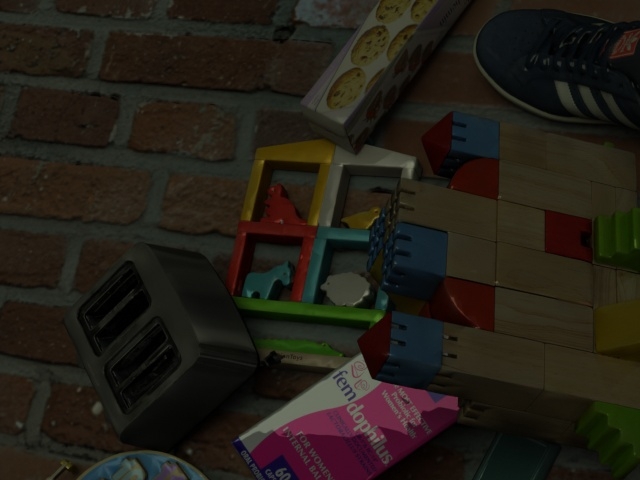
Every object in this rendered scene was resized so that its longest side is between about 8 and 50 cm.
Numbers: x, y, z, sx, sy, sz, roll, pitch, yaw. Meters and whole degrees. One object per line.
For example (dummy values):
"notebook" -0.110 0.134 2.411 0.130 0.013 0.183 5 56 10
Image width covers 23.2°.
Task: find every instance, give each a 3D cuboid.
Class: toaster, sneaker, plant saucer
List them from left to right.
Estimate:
"toaster" -0.163 0.108 1.638 0.186 0.110 0.168 -43 59 22
"plant saucer" 0.164 0.270 1.529 0.067 0.018 0.192 24 77 27
"sneaker" 0.308 -0.184 1.597 0.350 0.148 0.131 21 76 27

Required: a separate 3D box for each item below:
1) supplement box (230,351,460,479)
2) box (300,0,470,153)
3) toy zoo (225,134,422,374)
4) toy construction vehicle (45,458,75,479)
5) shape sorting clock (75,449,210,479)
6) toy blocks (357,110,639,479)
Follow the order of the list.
"supplement box" 0.038 0.182 1.545 0.220 0.114 0.111 -35 81 1
"box" 0.099 -0.243 1.728 0.067 0.063 0.324 30 74 27
"toy zoo" 0.000 0.000 1.697 0.192 0.030 0.293 4 69 21
"toy construction vehicle" -0.276 0.294 1.667 0.086 0.035 0.098 34 82 28
"shape sorting clock" -0.186 0.319 1.605 0.206 0.040 0.206 -3 76 11
"toy blocks" 0.163 0.028 1.475 0.261 0.190 0.381 13 56 -10
